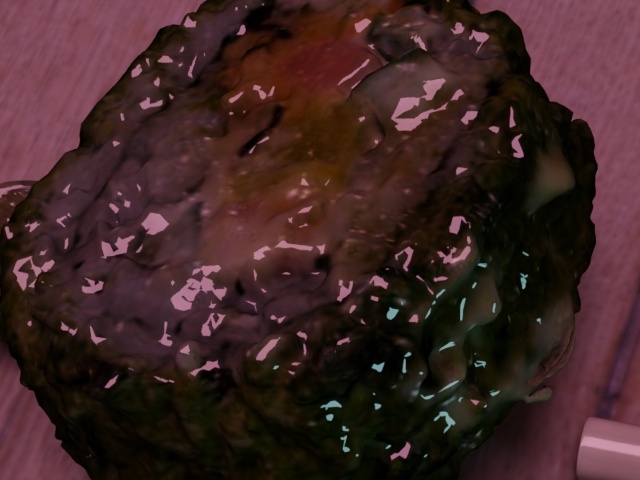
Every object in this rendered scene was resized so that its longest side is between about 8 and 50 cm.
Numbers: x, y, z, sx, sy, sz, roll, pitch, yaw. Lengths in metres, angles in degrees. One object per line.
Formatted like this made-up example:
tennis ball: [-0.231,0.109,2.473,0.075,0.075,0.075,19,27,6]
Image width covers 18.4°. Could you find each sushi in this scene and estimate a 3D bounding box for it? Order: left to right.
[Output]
sushi: [0.000,0.000,1.113,0.294,0.178,0.352,10,51,33]

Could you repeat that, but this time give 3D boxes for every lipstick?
lipstick: [0.211,0.129,1.107,0.131,0.038,0.038,9,58,17]

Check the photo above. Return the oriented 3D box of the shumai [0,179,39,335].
shumai: [-0.176,0.010,1.240,0.099,0.124,0.087,-45,17,1]
